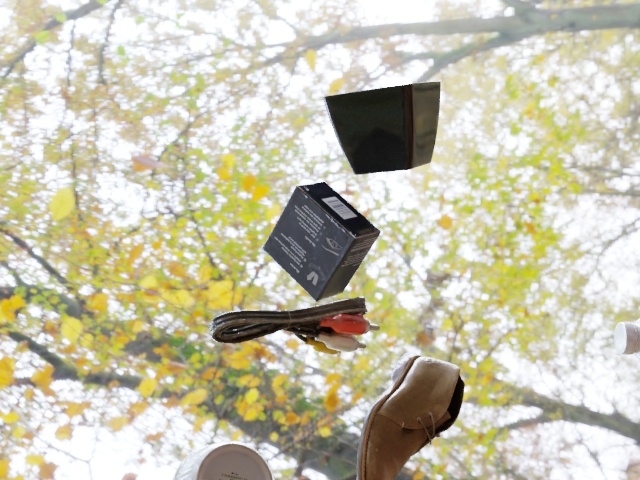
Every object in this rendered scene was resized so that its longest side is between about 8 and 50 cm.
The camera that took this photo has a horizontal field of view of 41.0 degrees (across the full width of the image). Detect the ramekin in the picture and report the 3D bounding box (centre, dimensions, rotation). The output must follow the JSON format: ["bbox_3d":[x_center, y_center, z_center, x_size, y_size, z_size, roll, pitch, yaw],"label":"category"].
[{"bbox_3d":[-0.189,0.502,1.720,0.207,0.109,0.207,14,-123,-23],"label":"ramekin"}]

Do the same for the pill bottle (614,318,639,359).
[{"bbox_3d":[0.828,0.244,2.091,0.193,0.108,0.108,3,-85,-1],"label":"pill bottle"}]

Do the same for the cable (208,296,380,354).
[{"bbox_3d":[-0.030,0.142,1.372,0.287,0.139,0.072,3,-122,-38],"label":"cable"}]

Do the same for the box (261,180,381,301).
[{"bbox_3d":[0.000,0.000,1.578,0.093,0.156,0.158,-14,-39,-53],"label":"box"}]

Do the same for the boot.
[{"bbox_3d":[0.150,0.305,1.413,0.305,0.115,0.112,-56,-41,-43],"label":"boot"}]

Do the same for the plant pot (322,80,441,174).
[{"bbox_3d":[0.136,-0.224,1.719,0.188,0.187,0.167,-21,-75,-61],"label":"plant pot"}]
